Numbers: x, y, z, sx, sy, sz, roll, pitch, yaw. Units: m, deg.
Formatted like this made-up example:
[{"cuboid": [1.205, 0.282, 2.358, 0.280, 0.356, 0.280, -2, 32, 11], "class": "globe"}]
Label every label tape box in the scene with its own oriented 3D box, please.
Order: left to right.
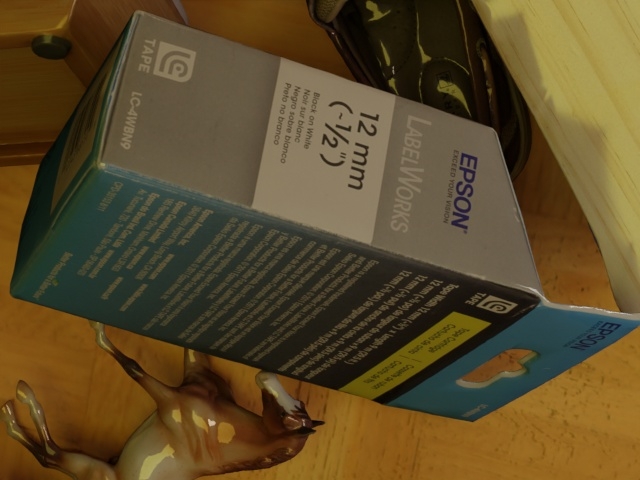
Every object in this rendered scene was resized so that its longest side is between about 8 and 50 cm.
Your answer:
[{"cuboid": [0.000, 0.000, 1.156, 0.347, 0.249, 0.115, 15, 66, -16], "class": "label tape box"}]

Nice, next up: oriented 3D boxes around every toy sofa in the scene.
[{"cuboid": [0.205, -0.139, 1.145, 0.177, 0.150, 0.362, -29, 93, 22], "class": "toy sofa"}]

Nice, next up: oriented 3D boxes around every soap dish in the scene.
[{"cuboid": [-0.244, -0.133, 1.211, 0.291, 0.229, 0.118, -4, 67, 13], "class": "soap dish"}]

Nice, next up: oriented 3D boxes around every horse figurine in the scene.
[{"cuboid": [-0.140, 0.146, 1.328, 0.263, 0.066, 0.174, -41, 84, 15], "class": "horse figurine"}]

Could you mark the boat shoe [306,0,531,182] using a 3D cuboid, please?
[{"cuboid": [0.045, -0.180, 1.187, 0.123, 0.123, 0.342, -17, 97, 16], "class": "boat shoe"}]
